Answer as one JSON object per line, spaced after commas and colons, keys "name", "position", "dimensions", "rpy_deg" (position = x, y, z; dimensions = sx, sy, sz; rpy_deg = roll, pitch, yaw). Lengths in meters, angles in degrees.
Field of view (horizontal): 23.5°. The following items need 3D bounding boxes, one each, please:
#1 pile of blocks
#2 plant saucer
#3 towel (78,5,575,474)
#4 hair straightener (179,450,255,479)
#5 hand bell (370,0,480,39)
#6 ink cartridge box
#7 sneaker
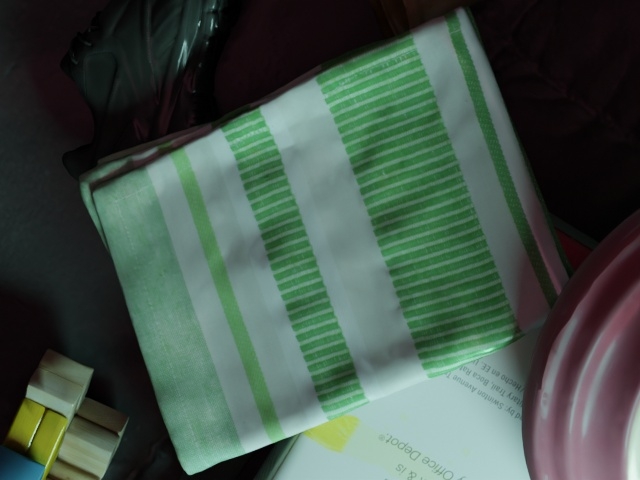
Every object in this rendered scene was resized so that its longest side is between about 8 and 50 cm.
{"name": "pile of blocks", "position": [-0.246, 0.275, 1.250], "dimensions": [0.113, 0.149, 0.362], "rpy_deg": [24, 99, 0]}
{"name": "plant saucer", "position": [0.305, 0.112, 1.057], "dimensions": [0.332, 0.084, 0.332], "rpy_deg": [-6, 112, -16]}
{"name": "towel", "position": [0.000, 0.000, 1.111], "dimensions": [0.325, 0.038, 0.248], "rpy_deg": [-23, 82, 17]}
{"name": "hair straightener", "position": [-0.118, 0.226, 1.264], "dimensions": [0.047, 0.089, 0.230], "rpy_deg": [38, 99, -5]}
{"name": "hand bell", "position": [0.159, -0.233, 1.180], "dimensions": [0.242, 0.126, 0.126], "rpy_deg": [-20, 98, -5]}
{"name": "ink cartridge box", "position": [0.121, 0.171, 1.204], "dimensions": [0.279, 0.160, 0.384], "rpy_deg": [32, 98, -2]}
{"name": "sneaker", "position": [-0.133, -0.161, 1.199], "dimensions": [0.130, 0.109, 0.286], "rpy_deg": [14, 98, 7]}
